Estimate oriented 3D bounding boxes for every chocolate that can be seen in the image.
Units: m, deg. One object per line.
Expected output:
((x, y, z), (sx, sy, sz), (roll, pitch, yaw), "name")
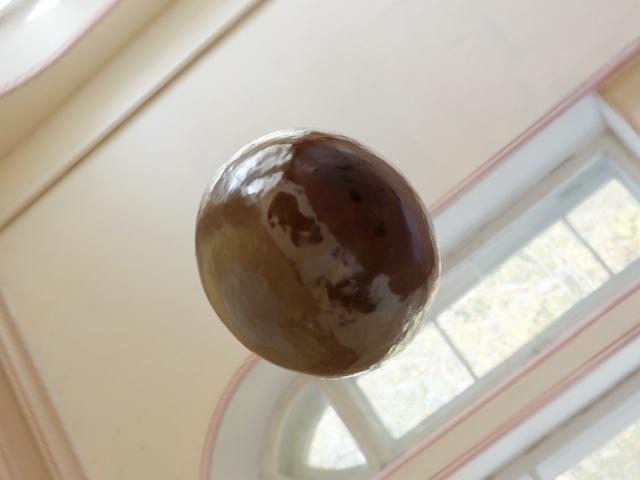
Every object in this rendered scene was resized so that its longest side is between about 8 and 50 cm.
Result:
((0.000, 0.000, 0.553), (0.177, 0.176, 0.177), (49, -169, -13), "chocolate")
